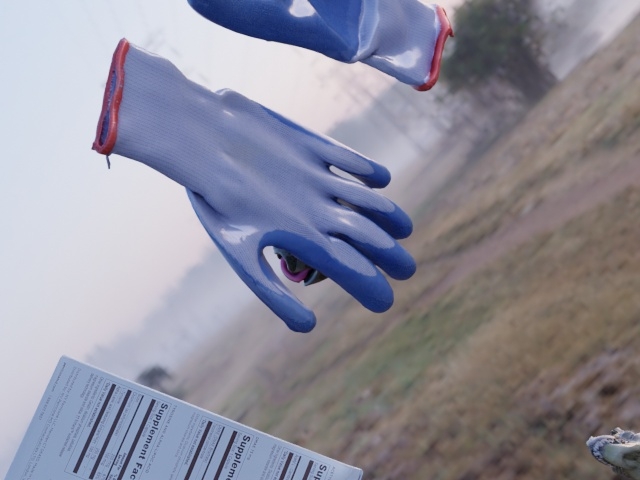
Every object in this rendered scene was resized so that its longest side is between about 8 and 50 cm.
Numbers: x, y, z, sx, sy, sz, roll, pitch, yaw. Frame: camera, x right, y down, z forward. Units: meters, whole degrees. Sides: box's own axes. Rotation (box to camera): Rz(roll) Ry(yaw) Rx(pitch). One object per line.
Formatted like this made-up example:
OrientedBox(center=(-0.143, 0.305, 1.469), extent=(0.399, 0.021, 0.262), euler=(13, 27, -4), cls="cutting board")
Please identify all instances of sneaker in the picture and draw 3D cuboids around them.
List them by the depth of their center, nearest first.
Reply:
OrientedBox(center=(0.000, 0.000, 1.115), extent=(0.077, 0.072, 0.178), euler=(-46, -18, 1), cls="sneaker")

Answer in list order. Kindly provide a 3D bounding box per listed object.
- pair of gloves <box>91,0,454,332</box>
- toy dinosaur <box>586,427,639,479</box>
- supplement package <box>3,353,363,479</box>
OrientedBox(center=(-0.011, -0.064, 0.569), extent=(0.023, 0.159, 0.198), euler=(-21, 50, 46), cls="pair of gloves")
OrientedBox(center=(0.278, 0.191, 0.850), extent=(0.064, 0.268, 0.118), euler=(-50, 15, -21), cls="toy dinosaur")
OrientedBox(center=(-0.096, 0.197, 0.939), extent=(0.194, 0.203, 0.149), euler=(101, -169, -71), cls="supplement package")
